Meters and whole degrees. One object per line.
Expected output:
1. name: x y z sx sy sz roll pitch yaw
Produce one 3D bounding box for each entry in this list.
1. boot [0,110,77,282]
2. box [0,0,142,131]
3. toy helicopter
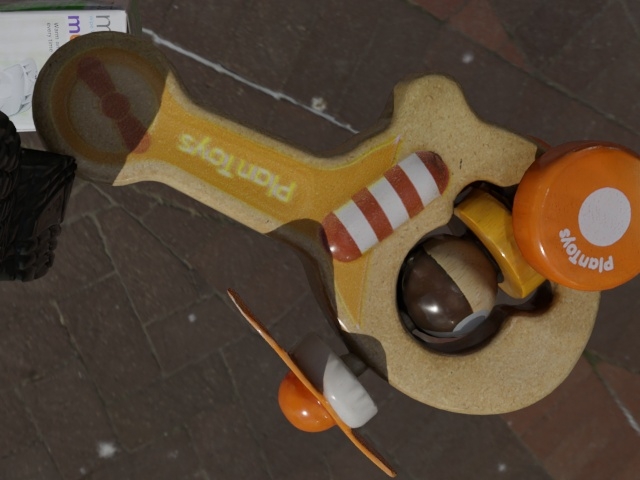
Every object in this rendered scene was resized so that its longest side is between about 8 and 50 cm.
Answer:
1. boot: -0.200 -0.024 0.365 0.161 0.246 0.084 14 89 -5
2. box: -0.314 -0.204 1.013 0.231 0.262 0.127 -3 111 -7
3. toy helicopter: 0.000 0.000 0.534 0.355 0.140 0.235 24 93 -15
